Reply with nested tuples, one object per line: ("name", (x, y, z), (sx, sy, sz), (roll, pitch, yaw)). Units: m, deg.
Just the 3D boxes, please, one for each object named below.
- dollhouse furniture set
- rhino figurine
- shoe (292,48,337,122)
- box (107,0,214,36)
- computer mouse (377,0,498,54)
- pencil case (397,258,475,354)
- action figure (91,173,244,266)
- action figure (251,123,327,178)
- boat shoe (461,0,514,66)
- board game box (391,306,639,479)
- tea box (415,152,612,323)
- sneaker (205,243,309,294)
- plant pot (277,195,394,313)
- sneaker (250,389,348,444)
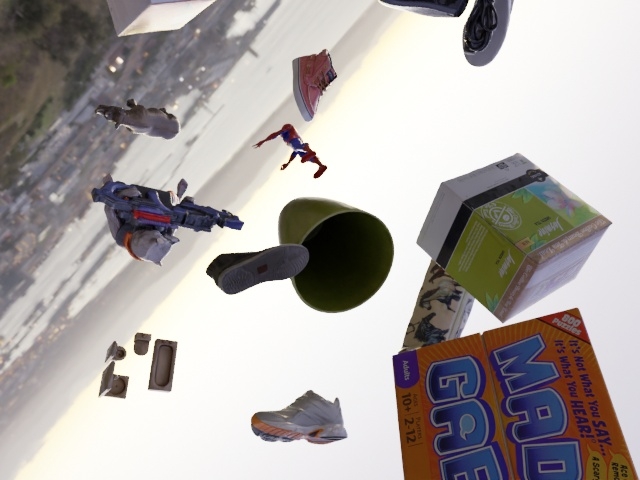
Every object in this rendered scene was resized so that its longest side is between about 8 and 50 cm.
("dollhouse furniture set", (-0.378, 0.265, 1.504), (0.123, 0.151, 0.144), (140, -42, -58))
("rhino figurine", (-0.440, -0.294, 1.697), (0.243, 0.106, 0.073), (2, 119, -54))
("shoe", (-0.009, -0.316, 1.412), (0.081, 0.063, 0.178), (-18, -130, 15))
("box", (-0.277, -0.428, 1.212), (0.130, 0.091, 0.170), (-19, -173, -33))
("computer mouse", (0.196, -0.460, 1.281), (0.072, 0.272, 0.188), (-149, -109, -75))
("pencil case", (0.365, 0.177, 2.010), (0.183, 0.160, 0.410), (-2, -123, 48))
("action figure", (-0.364, -0.042, 1.625), (0.330, 0.341, 0.178), (-112, -139, -60))
("action figure", (-0.090, -0.233, 1.915), (0.139, 0.091, 0.280), (-36, -147, 4))
("boat shoe", (0.369, -0.507, 1.509), (0.088, 0.096, 0.267), (-18, 115, -60))
("board game box", (0.367, 0.403, 1.284), (0.356, 0.356, 0.356), (-18, -136, 16))
("tea box", (0.486, -0.018, 1.792), (0.329, 0.323, 0.220), (-23, 146, -35))
("sneaker", (-0.143, 0.045, 1.572), (0.222, 0.083, 0.118), (-17, -156, -25))
("plant pot", (0.000, 0.000, 1.816), (0.275, 0.275, 0.293), (-48, -147, 1))
("sneaker", (-0.054, 0.410, 1.659), (0.099, 0.262, 0.121), (-33, -128, 41))
